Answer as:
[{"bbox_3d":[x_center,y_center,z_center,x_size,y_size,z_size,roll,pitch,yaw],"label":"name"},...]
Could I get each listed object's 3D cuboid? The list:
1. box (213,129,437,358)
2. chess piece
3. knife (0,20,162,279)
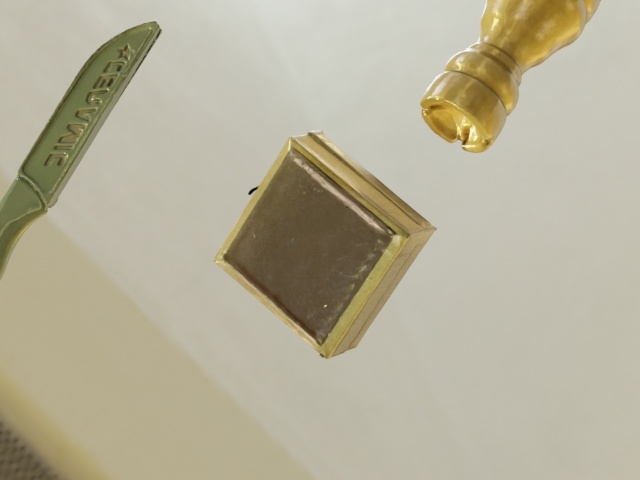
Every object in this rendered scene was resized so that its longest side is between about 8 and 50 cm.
[{"bbox_3d":[0.000,0.000,0.948,0.083,0.079,0.035,40,-157,17],"label":"box"},{"bbox_3d":[0.109,-0.110,1.145,0.066,0.066,0.122,37,-111,-11],"label":"chess piece"},{"bbox_3d":[-0.140,-0.021,0.944,0.210,0.028,0.015,-59,-32,-11],"label":"knife"}]
